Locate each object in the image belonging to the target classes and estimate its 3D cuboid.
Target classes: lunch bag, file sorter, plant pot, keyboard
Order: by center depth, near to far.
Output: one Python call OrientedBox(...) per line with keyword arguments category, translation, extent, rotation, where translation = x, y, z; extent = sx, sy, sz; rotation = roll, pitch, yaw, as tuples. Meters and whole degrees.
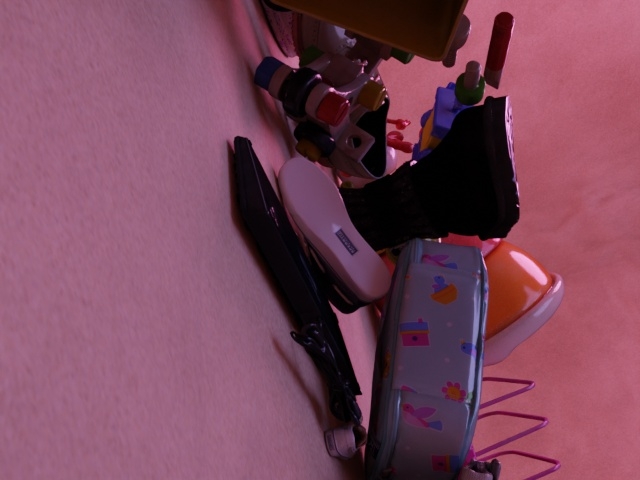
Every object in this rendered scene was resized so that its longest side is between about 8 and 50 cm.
OrientedBox(category="keyboard", translation=(-0.015, 0.064, 0.848), extent=(0.317, 0.033, 0.201), rotation=(64, 5, -47))
OrientedBox(category="plant pot", translation=(0.081, -0.356, 0.918), extent=(0.212, 0.212, 0.187), rotation=(107, 3, -61))
OrientedBox(category="lunch bag", translation=(0.114, 0.157, 0.996), extent=(0.224, 0.108, 0.279), rotation=(100, 1, -57))
OrientedBox(category="file sorter", translation=(0.282, 0.386, 1.433), extent=(0.202, 0.182, 0.291), rotation=(-16, -91, 69))

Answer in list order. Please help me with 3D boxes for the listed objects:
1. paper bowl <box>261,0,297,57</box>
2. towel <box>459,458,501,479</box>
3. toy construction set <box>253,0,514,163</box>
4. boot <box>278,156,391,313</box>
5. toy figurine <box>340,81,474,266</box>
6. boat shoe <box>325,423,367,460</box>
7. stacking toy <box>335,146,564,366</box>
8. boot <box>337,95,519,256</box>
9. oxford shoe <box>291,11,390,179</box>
OrientedBox(category="paper bowl", translation=(-0.024, -0.438, 1.337), extent=(0.284, 0.148, 0.284), rotation=(-15, 90, -81))
OrientedBox(category="towel", translation=(0.152, 0.384, 0.888), extent=(0.312, 0.056, 0.324), rotation=(46, 54, -73))
OrientedBox(category="toy construction set", translation=(0.076, -0.211, 1.104), extent=(0.237, 0.309, 0.257), rotation=(78, 22, -67))
OrientedBox(category="boot", translation=(0.000, 0.000, 1.006), extent=(0.190, 0.069, 0.086), rotation=(58, -33, 4))
OrientedBox(category="toy figurine", translation=(0.160, -0.153, 1.375), extent=(0.362, 0.191, 0.217), rotation=(-75, -169, -46))
OrientedBox(category="boat shoe", translation=(0.032, 0.204, 0.889), extent=(0.100, 0.035, 0.035), rotation=(49, 27, -70))
OrientedBox(category="stacking toy", translation=(0.182, -0.008, 1.566), extent=(0.480, 0.350, 0.350), rotation=(58, 9, -3))
OrientedBox(category="boot", translation=(0.110, -0.059, 1.090), extent=(0.348, 0.260, 0.131), rotation=(71, 15, -71))
OrientedBox(category="oxford shoe", translation=(0.050, -0.247, 1.242), extent=(0.130, 0.123, 0.348), rotation=(30, -38, 41))
